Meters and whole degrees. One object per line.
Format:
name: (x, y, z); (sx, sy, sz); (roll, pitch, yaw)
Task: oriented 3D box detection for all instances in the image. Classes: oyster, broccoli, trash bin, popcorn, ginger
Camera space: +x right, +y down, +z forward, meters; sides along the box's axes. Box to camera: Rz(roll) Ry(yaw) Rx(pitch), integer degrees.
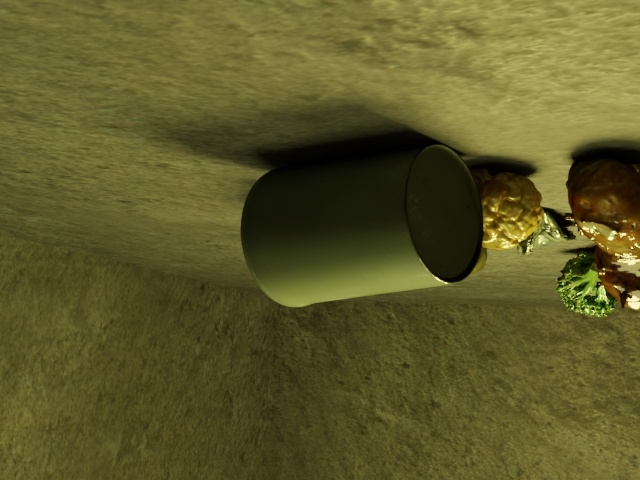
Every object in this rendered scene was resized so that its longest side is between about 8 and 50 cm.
oyster: (0.526, -0.004, 1.899); (0.252, 0.087, 0.199); (4, 164, -43)
broccoli: (0.763, 0.103, 2.183); (0.194, 0.219, 0.194); (49, 172, 10)
trash bin: (0.056, -0.023, 1.480); (0.432, 0.280, 0.280); (-8, 164, 41)
popcorn: (0.330, -0.064, 1.506); (0.170, 0.180, 0.180); (-22, 180, -21)
ginger: (0.569, -0.007, 1.449); (0.176, 0.254, 0.418); (5, 167, 36)

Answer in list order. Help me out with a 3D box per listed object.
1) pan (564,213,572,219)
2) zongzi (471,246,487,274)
pan: (0.660, -0.036, 1.790); (0.212, 0.040, 0.115); (4, 165, 4)
zongzi: (0.274, 0.010, 1.997); (0.274, 0.125, 0.251); (3, 164, 22)
